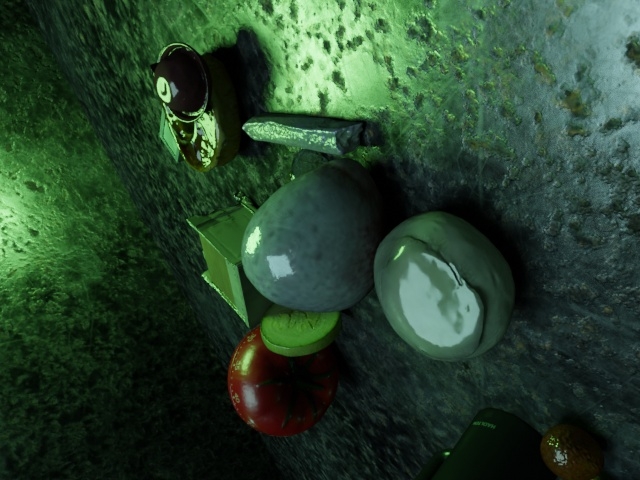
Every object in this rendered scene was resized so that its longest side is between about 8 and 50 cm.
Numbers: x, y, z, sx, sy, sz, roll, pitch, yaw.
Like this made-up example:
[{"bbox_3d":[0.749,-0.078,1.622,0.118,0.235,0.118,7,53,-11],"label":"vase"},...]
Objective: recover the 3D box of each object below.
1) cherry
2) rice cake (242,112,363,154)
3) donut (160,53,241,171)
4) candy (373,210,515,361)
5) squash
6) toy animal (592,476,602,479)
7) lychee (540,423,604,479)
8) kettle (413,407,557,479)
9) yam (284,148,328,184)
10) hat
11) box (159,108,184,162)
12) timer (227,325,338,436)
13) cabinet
[{"bbox_3d":[-0.013,-0.001,0.957,0.291,0.326,0.335,-112,17,-47],"label":"cherry"},{"bbox_3d":[-0.056,-0.256,1.029,0.399,0.070,0.064,22,138,46],"label":"rice cake"},{"bbox_3d":[-0.344,-0.374,1.272,0.330,0.160,0.330,22,126,34],"label":"donut"},{"bbox_3d":[0.228,0.088,0.822,0.295,0.185,0.295,21,120,42],"label":"candy"},{"bbox_3d":[-0.063,0.246,1.319,0.252,0.252,0.049,26,136,41],"label":"squash"},{"bbox_3d":[0.582,0.536,0.779,0.230,0.156,0.156,11,127,64],"label":"toy animal"},{"bbox_3d":[0.481,0.412,0.841,0.114,0.140,0.101,-32,53,23],"label":"lychee"},{"bbox_3d":[0.329,0.542,0.967,0.262,0.308,0.203,20,132,45],"label":"kettle"},{"bbox_3d":[-0.045,-0.134,1.099,0.107,0.107,0.183,51,151,11],"label":"yam"},{"bbox_3d":[-0.362,-0.397,1.098,0.205,0.089,0.205,17,120,31],"label":"hat"},{"bbox_3d":[-0.487,-0.389,1.511,0.129,0.086,0.225,55,150,4],"label":"box"},{"bbox_3d":[-0.130,0.462,1.484,0.279,0.378,0.378,-14,106,52],"label":"timer"},{"bbox_3d":[-0.245,0.055,1.437,0.318,0.227,0.290,36,144,36],"label":"cabinet"}]
